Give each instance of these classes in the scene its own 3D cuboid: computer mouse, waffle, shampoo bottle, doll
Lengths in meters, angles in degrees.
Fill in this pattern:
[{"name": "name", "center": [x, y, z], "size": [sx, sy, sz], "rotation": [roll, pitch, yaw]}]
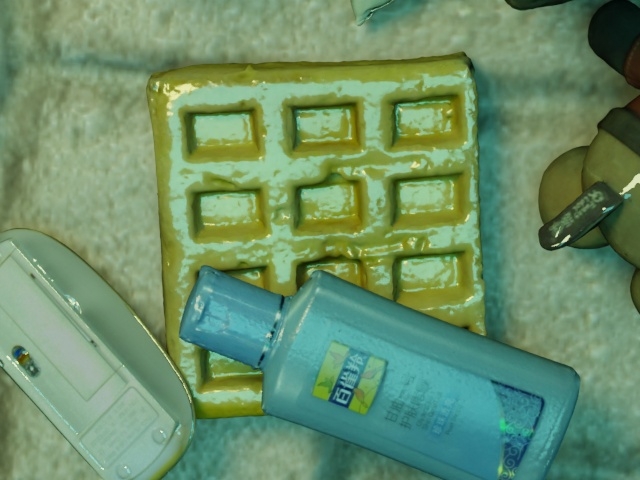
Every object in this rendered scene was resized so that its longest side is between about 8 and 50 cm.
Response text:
[{"name": "computer mouse", "center": [-0.165, 0.080, 1.223], "size": [0.199, 0.045, 0.102], "rotation": [46, 115, 5]}, {"name": "waffle", "center": [0.000, 0.000, 1.221], "size": [0.221, 0.055, 0.248], "rotation": [-4, 100, -2]}, {"name": "shampoo bottle", "center": [0.033, 0.087, 1.179], "size": [0.258, 0.061, 0.104], "rotation": [21, 100, -5]}, {"name": "doll", "center": [0.283, -0.095, 1.153], "size": [0.235, 0.174, 0.330], "rotation": [40, 96, 6]}]

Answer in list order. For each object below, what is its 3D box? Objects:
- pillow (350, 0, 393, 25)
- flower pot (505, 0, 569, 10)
[{"name": "pillow", "center": [0.024, -0.275, 1.170], "size": [0.144, 0.078, 0.254], "rotation": [-30, 98, 16]}, {"name": "flower pot", "center": [0.212, -0.292, 1.012], "size": [0.330, 0.293, 0.293], "rotation": [-27, 98, 2]}]
